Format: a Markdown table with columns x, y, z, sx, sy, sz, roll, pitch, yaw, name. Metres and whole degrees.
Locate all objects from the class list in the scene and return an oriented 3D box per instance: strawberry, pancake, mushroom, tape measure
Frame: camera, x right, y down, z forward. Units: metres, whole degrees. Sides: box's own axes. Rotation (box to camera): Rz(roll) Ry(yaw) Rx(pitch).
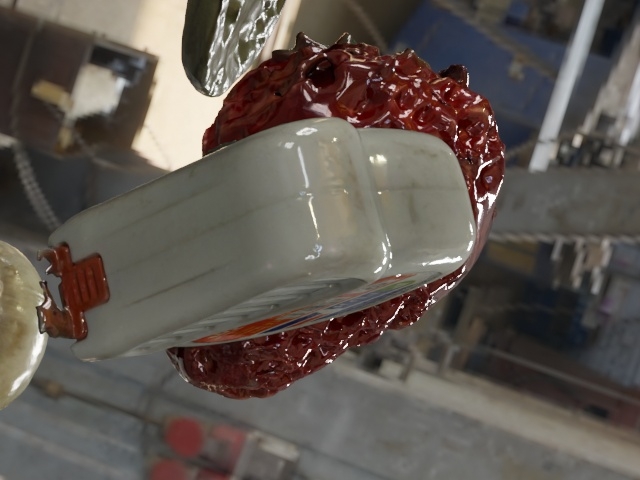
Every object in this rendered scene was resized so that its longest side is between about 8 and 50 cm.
| x | y | z | sx | sy | sz | roll | pitch | yaw | name |
| --- | --- | --- | --- | --- | --- | --- | --- | --- | --- |
| 0.000 | 0.000 | 1.418 | 0.295 | 0.317 | 0.345 | 38 | 70 | -32 | strawberry |
| -0.073 | -0.284 | 1.572 | 0.294 | 0.049 | 0.295 | 20 | 90 | -83 | pancake |
| -0.477 | 0.106 | 1.943 | 0.260 | 0.254 | 0.234 | -58 | 152 | 0 | mushroom |
| -0.039 | -0.002 | 1.157 | 0.265 | 0.258 | 0.130 | -4 | 74 | -51 | tape measure |
